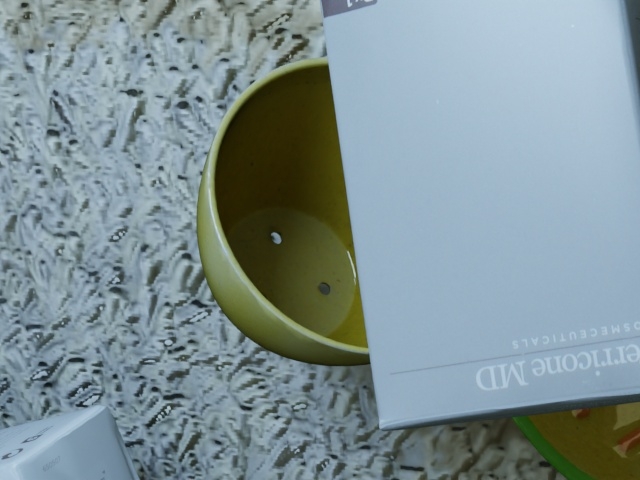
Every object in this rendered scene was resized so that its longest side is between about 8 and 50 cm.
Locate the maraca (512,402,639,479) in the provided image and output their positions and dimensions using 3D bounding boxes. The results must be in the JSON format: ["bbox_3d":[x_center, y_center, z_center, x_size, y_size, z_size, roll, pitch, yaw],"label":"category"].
[{"bbox_3d":[0.158,0.063,0.825,0.186,0.127,0.099,35,165,14],"label":"maraca"}]

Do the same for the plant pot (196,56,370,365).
[{"bbox_3d":[0.000,0.000,0.863,0.134,0.134,0.095,41,150,-3],"label":"plant pot"}]

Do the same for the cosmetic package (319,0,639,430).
[{"bbox_3d":[0.079,-0.051,0.751,0.127,0.107,0.238,-13,79,28],"label":"cosmetic package"}]

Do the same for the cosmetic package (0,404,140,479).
[{"bbox_3d":[-0.195,0.166,0.981,0.231,0.085,0.117,-14,100,31],"label":"cosmetic package"}]
